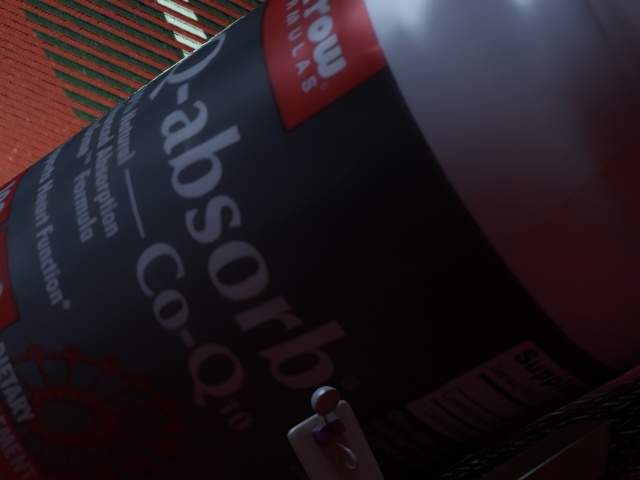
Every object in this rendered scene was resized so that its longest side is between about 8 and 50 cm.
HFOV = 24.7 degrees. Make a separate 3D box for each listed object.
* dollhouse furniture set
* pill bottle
[{"bbox_3d":[0.038,0.076,0.547,0.114,0.081,0.091,-27,2,-27],"label":"dollhouse furniture set"},{"bbox_3d":[0.025,-0.008,0.621,0.363,0.210,0.210,-32,0,21],"label":"pill bottle"}]
